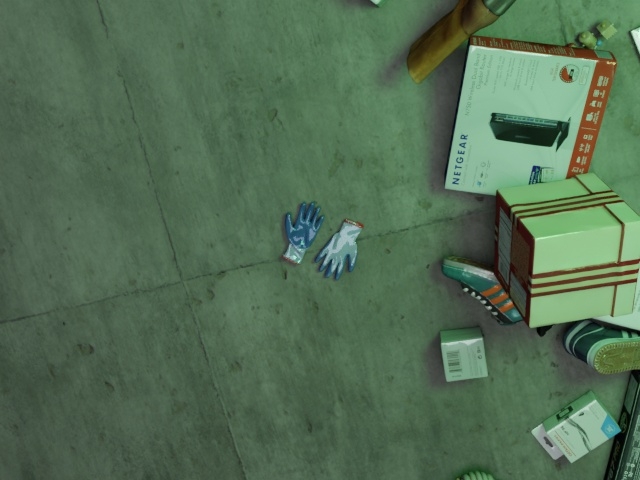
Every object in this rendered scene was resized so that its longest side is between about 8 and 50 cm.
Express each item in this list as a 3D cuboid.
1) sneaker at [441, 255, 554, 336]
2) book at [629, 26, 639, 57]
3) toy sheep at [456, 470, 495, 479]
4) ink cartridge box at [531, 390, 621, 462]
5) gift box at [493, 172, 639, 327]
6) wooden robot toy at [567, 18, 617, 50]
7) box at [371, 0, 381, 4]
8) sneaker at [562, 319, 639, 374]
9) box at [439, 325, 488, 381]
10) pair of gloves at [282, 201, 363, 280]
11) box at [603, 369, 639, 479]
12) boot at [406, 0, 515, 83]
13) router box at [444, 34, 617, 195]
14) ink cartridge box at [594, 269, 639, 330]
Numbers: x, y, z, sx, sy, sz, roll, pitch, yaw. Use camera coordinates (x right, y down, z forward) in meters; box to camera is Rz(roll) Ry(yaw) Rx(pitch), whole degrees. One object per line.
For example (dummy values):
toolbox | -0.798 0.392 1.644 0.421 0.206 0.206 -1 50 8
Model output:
sneaker | 0.410 0.132 1.885 0.302 0.108 0.121 21 100 0
book | 0.743 -0.407 1.763 0.096 0.035 0.144 -23 99 14
toy sheep | 0.391 0.612 2.014 0.132 0.091 0.091 -2 103 -7
ink cartridge box | 0.613 0.459 1.963 0.180 0.060 0.104 -39 97 13
gift box | 0.519 0.027 1.708 0.258 0.255 0.276 -9 126 -5
wooden robot toy | 0.581 -0.395 1.779 0.079 0.076 0.173 25 108 -36
box | 0.113 -0.625 1.736 0.181 0.119 0.182 40 103 -4
sneaker | 0.697 0.244 1.896 0.282 0.153 0.099 4 103 -26
box | 0.339 0.268 1.935 0.102 0.087 0.101 -9 102 7
pair of gloves | 0.000 0.000 1.945 0.198 0.023 0.159 23 103 0
box | 0.862 0.519 1.933 0.319 0.097 0.394 9 104 6
boot | 0.304 -0.486 1.739 0.096 0.264 0.280 29 134 -23
router box | 0.441 -0.254 1.761 0.301 0.082 0.335 7 121 5
ink cartridge box | 0.756 0.100 1.834 0.278 0.117 0.201 14 104 3
